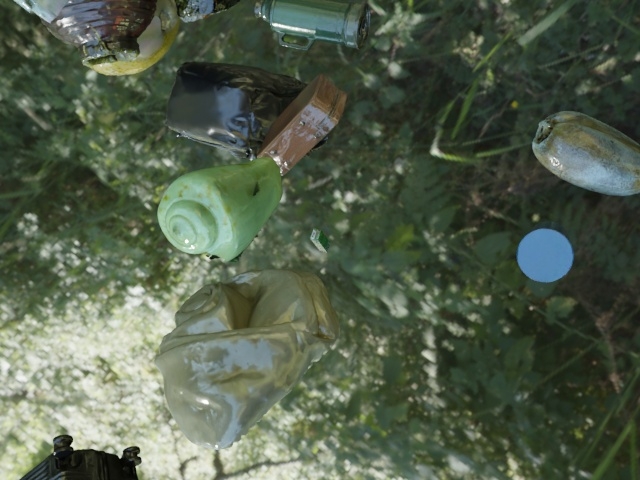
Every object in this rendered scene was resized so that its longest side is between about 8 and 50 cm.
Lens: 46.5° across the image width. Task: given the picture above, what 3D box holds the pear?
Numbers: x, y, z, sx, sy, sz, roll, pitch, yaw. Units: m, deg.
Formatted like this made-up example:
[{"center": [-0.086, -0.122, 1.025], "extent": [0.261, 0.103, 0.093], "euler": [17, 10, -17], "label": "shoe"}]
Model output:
[{"center": [-0.466, -0.518, 1.742], "extent": [0.271, 0.271, 0.271], "euler": [36, 162, 13], "label": "pear"}]

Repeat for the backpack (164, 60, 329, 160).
[{"center": [-0.164, -0.324, 1.946], "extent": [0.363, 0.254, 0.446], "euler": [21, -162, 38], "label": "backpack"}]

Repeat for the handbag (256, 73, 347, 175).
[{"center": [-0.035, -0.226, 1.444], "extent": [0.072, 0.151, 0.193], "euler": [35, 128, -17], "label": "handbag"}]

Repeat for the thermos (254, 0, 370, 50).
[{"center": [-0.017, -0.363, 1.227], "extent": [0.188, 0.073, 0.083], "euler": [15, 126, 15], "label": "thermos"}]

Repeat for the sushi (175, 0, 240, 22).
[{"center": [-0.235, -0.544, 1.580], "extent": [0.136, 0.225, 0.126], "euler": [-11, 109, 16], "label": "sushi"}]

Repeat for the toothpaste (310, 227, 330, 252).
[{"center": [0.000, 0.000, 1.297], "extent": [0.017, 0.020, 0.083], "euler": [15, 168, 16], "label": "toothpaste"}]

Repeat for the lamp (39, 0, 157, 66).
[{"center": [-0.440, -0.467, 1.480], "extent": [0.247, 0.247, 0.247], "euler": [36, 162, 13], "label": "lamp"}]

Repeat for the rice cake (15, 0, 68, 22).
[{"center": [-0.433, -0.469, 1.232], "extent": [0.124, 0.211, 0.038], "euler": [34, 166, -27], "label": "rice cake"}]

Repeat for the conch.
[{"center": [-0.151, -0.049, 1.224], "extent": [0.143, 0.137, 0.251], "euler": [53, -151, 14], "label": "conch"}]

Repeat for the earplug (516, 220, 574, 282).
[{"center": [0.581, 0.014, 1.912], "extent": [0.132, 0.132, 0.273], "euler": [37, -161, 9], "label": "earplug"}]

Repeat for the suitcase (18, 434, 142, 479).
[{"center": [-0.394, 0.458, 1.052], "extent": [0.152, 0.335, 0.229], "euler": [28, -148, -45], "label": "suitcase"}]

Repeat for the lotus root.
[{"center": [0.623, -0.172, 1.639], "extent": [0.322, 0.158, 0.140], "euler": [24, 123, -4], "label": "lotus root"}]

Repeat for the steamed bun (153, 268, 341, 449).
[{"center": [-0.152, 0.192, 1.384], "extent": [0.255, 0.368, 0.342], "euler": [45, 162, 0], "label": "steamed bun"}]
